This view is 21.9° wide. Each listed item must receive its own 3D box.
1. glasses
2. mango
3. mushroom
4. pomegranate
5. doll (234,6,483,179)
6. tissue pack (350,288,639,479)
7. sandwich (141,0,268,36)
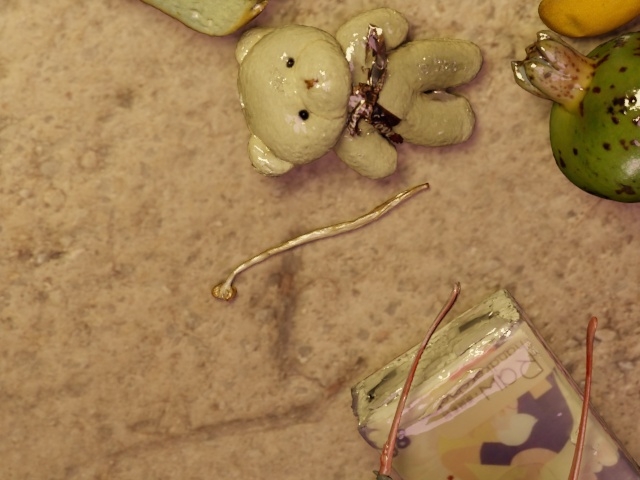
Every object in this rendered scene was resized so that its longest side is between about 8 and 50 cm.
[{"bbox_3d":[0.200,0.195,1.899,0.234,0.118,0.268,14,90,-7],"label":"glasses"},{"bbox_3d":[0.328,-0.292,1.819,0.098,0.075,0.190,44,109,-1],"label":"mango"},{"bbox_3d":[-0.002,-0.004,1.933,0.286,0.026,0.028,-29,129,4],"label":"mushroom"},{"bbox_3d":[0.326,-0.150,1.820,0.248,0.202,0.202,29,107,-18],"label":"pomegranate"},{"bbox_3d":[0.052,-0.164,1.817,0.278,0.149,0.175,-5,81,-18],"label":"doll"},{"bbox_3d":[0.224,0.254,2.011,0.242,0.125,0.343,-35,110,10],"label":"tissue pack"},{"bbox_3d":[-0.121,-0.346,1.676,0.249,0.095,0.273,29,136,-18],"label":"sandwich"}]
